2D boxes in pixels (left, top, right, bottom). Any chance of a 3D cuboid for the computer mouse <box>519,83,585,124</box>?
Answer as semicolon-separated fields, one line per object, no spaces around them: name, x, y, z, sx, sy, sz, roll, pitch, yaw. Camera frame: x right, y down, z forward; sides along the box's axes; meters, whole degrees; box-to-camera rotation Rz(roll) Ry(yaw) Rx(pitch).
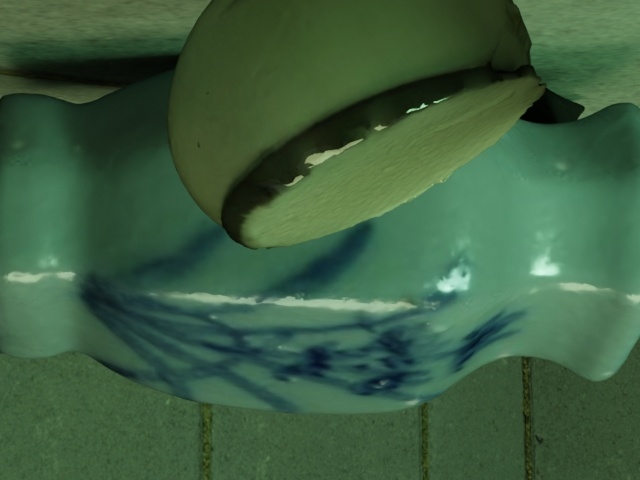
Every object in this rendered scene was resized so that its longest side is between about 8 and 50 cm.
computer mouse;0.127;-0.074;1.137;0.099;0.057;0.172;-1;172;22

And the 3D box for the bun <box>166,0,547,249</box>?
bun;0.006;-0.079;0.740;0.173;0.120;0.173;-25;166;-7

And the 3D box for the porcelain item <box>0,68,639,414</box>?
porcelain item;0.000;0.000;1.025;0.405;0.178;0.242;0;152;-7
